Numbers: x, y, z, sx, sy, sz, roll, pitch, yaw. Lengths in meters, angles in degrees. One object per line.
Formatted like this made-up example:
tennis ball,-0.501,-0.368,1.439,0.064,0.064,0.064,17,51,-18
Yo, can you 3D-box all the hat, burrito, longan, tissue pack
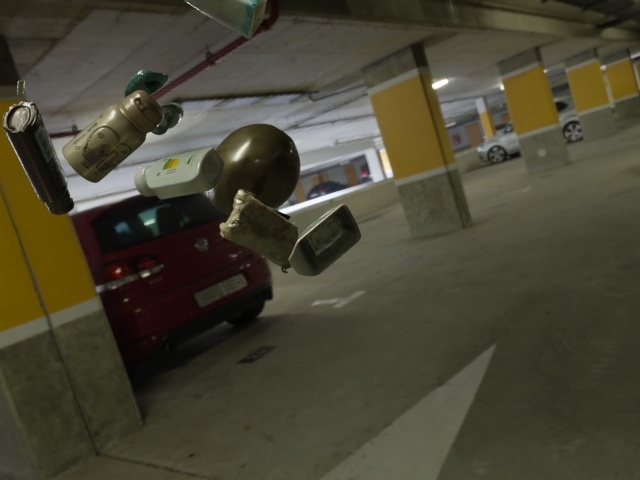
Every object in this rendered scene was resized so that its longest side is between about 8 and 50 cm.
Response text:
hat,-0.691,-0.619,2.089,0.190,0.078,0.138,-31,-4,11
burrito,-0.169,-0.025,1.708,0.175,0.347,0.107,-46,44,8
longan,-0.257,-0.267,2.085,0.404,0.336,0.404,-42,13,12
tissue pack,-0.322,-0.832,1.808,0.124,0.271,0.201,-63,6,-20

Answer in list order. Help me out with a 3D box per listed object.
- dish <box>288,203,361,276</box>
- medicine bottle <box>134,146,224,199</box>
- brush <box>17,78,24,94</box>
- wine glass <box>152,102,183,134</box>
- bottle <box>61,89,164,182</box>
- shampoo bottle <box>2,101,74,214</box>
dish,0.000,0.000,1.592,0.234,0.154,0.064,-40,41,-13
medicine bottle,-0.473,-0.217,1.768,0.296,0.111,0.161,-6,46,30
brush,-0.856,-0.437,1.525,0.016,0.013,0.083,-14,-7,-33
wine glass,-0.613,-0.489,2.127,0.092,0.093,0.202,-16,25,14
bottle,-0.417,-0.218,1.102,0.209,0.097,0.110,-39,3,4
shampoo bottle,-0.743,-0.202,1.427,0.084,0.129,0.323,-6,-37,-10
